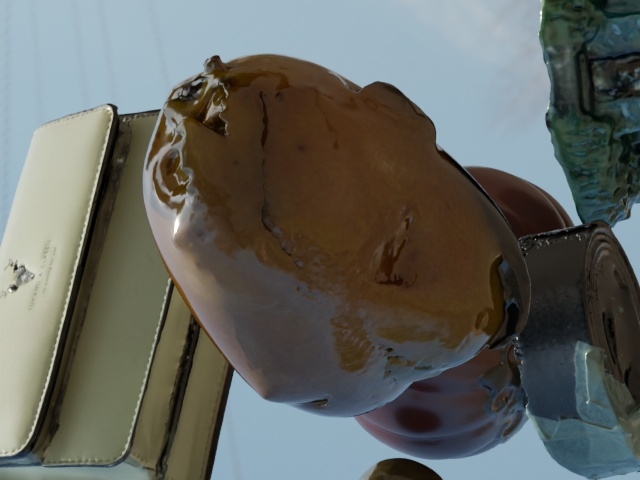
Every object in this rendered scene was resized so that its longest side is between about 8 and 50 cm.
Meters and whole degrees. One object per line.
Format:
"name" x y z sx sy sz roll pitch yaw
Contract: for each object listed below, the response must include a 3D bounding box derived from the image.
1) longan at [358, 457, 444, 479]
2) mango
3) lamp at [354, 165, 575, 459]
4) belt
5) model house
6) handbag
"longan" 0.073 0.260 1.699 0.113 0.092 0.113 5 -109 -15
"mango" 0.000 0.000 1.142 0.153 0.201 0.287 3 142 47
"lamp" 0.136 0.072 1.801 0.257 0.303 0.303 25 -160 24
"belt" 0.208 0.087 1.385 0.151 0.078 0.198 -25 -79 -63
"model house" 0.352 -0.157 1.682 0.241 0.261 0.226 -6 -169 23
"handbag" -0.203 0.064 1.653 0.160 0.237 0.358 44 -130 -48
